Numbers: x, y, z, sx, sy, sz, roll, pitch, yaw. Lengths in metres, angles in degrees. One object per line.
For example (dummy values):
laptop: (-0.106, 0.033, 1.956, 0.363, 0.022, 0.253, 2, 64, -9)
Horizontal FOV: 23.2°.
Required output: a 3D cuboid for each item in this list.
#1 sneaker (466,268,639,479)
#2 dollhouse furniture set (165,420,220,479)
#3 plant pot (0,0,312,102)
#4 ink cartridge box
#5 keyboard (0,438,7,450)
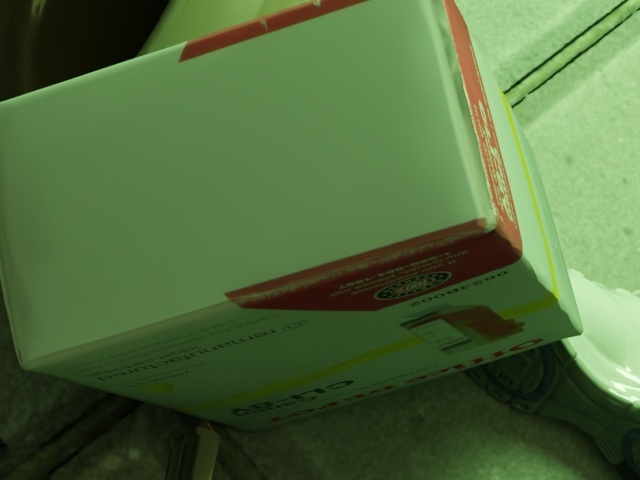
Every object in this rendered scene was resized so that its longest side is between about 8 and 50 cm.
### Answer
sneaker: (0.217, 0.086, 1.225, 0.297, 0.111, 0.129, 38, 50, 1)
dollhouse furniture set: (-0.084, 0.211, 1.120, 0.058, 0.076, 0.152, 17, 68, -19)
plant pot: (-0.061, -0.170, 1.139, 0.280, 0.323, 0.323, 21, 63, -36)
ink cartridge box: (0.000, 0.000, 1.004, 0.279, 0.384, 0.160, -18, 74, 12)
keyboard: (-0.312, 0.178, 1.108, 0.180, 0.023, 0.108, -32, 72, -20)
